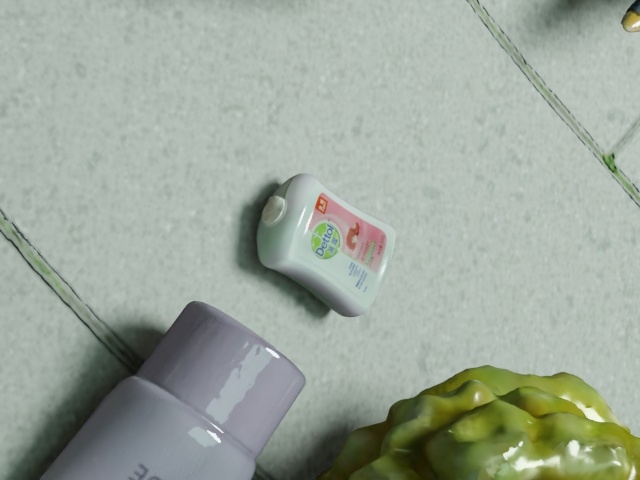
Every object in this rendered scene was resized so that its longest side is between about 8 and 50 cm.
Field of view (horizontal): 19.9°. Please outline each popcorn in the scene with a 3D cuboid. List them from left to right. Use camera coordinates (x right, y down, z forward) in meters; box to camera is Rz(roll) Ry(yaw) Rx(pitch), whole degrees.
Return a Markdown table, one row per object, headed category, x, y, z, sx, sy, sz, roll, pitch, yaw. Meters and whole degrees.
| category | x | y | z | sx | sy | sz | roll | pitch | yaw |
| --- | --- | --- | --- | --- | --- | --- | --- | --- | --- |
| popcorn | 0.141 | 0.224 | 1.201 | 0.335 | 0.274 | 0.279 | 30 | 74 | -36 |

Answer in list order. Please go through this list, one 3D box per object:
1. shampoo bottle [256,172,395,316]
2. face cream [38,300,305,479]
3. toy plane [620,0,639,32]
| category | x | y | z | sx | sy | sz | roll | pitch | yaw |
| --- | --- | --- | --- | --- | --- | --- | --- | --- | --- |
| shampoo bottle | 0.000 | 0.000 | 1.234 | 0.099 | 0.043 | 0.072 | 34 | 68 | -35 |
| face cream | -0.121 | 0.170 | 1.112 | 0.154 | 0.096 | 0.274 | 42 | 77 | -35 |
| toy plane | 0.318 | -0.234 | 1.418 | 0.316 | 0.204 | 0.103 | -24 | 74 | -35 |
